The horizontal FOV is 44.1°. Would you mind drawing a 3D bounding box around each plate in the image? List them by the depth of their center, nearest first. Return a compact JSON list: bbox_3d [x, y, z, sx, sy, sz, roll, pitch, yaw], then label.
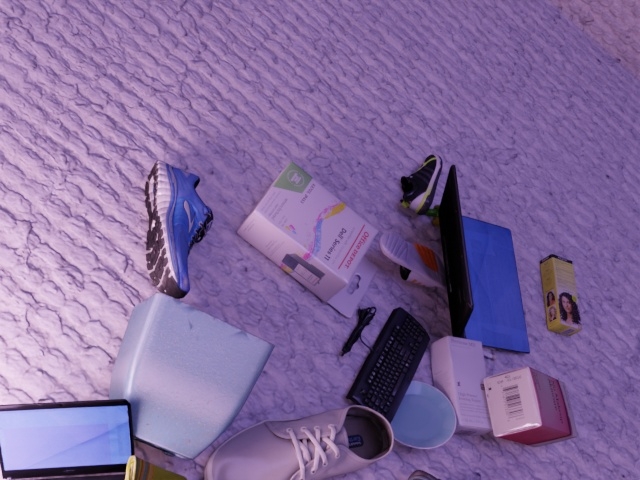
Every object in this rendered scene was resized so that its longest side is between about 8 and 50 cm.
[{"bbox_3d":[0.225,0.412,1.852,0.188,0.024,0.188,6,44,-6],"label":"plate"}]

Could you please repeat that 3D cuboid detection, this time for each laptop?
[{"bbox_3d":[-0.438,0.422,1.338,0.234,0.136,0.264,-1,60,-7],"label":"laptop"},{"bbox_3d":[0.446,0.061,2.054,0.236,0.408,0.382,-3,65,0],"label":"laptop"}]

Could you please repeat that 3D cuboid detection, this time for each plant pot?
[{"bbox_3d":[-0.276,0.277,1.517,0.247,0.248,0.252,27,70,-17],"label":"plant pot"}]

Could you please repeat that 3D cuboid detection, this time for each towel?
[{"bbox_3d":[-0.291,0.459,1.419,0.021,0.237,0.102,-3,65,15],"label":"towel"}]

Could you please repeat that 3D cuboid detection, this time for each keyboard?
[{"bbox_3d":[0.144,0.272,1.897,0.201,0.033,0.317,37,45,-2],"label":"keyboard"}]

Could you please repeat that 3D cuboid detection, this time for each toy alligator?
[{"bbox_3d":[0.378,-0.059,2.240,0.190,0.051,0.056,24,54,-19],"label":"toy alligator"}]

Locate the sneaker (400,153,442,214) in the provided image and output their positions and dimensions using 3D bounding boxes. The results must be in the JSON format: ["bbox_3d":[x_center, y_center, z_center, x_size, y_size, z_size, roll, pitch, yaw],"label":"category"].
[{"bbox_3d":[0.278,-0.174,2.224,0.097,0.084,0.234,23,47,-5],"label":"sneaker"}]

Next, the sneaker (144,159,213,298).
[{"bbox_3d":[-0.301,-0.027,1.743,0.147,0.130,0.330,8,59,-26],"label":"sneaker"}]

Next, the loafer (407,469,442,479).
[{"bbox_3d":[0.291,0.611,1.781,0.267,0.096,0.084,49,29,-7],"label":"loafer"}]

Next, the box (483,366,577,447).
[{"bbox_3d":[0.521,0.415,1.950,0.232,0.127,0.148,26,49,-48],"label":"box"}]

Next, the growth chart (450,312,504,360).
[{"bbox_3d":[0.435,0.208,2.140,0.172,0.021,0.237,34,51,-11],"label":"growth chart"}]

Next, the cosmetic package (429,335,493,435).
[{"bbox_3d":[0.349,0.360,1.955,0.117,0.085,0.231,12,59,-28],"label":"cosmetic package"}]

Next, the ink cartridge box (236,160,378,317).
[{"bbox_3d":[0.000,0.000,1.922,0.353,0.119,0.207,38,50,-7],"label":"ink cartridge box"}]

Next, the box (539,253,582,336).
[{"bbox_3d":[0.704,0.159,2.315,0.087,0.058,0.232,17,55,-23],"label":"box"}]

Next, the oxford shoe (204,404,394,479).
[{"bbox_3d":[-0.029,0.436,1.644,0.449,0.130,0.169,-5,68,-33],"label":"oxford shoe"}]

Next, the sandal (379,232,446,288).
[{"bbox_3d":[0.226,0.055,2.055,0.265,0.076,0.102,28,47,-35],"label":"sandal"}]
